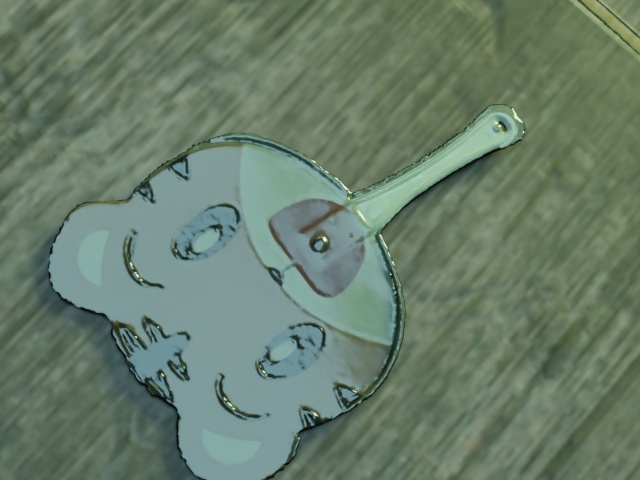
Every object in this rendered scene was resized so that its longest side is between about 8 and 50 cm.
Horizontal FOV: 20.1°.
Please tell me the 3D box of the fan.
[{"bbox_3d":[0.000,0.000,0.830,0.226,0.008,0.152,-34,83,-14],"label":"fan"}]
